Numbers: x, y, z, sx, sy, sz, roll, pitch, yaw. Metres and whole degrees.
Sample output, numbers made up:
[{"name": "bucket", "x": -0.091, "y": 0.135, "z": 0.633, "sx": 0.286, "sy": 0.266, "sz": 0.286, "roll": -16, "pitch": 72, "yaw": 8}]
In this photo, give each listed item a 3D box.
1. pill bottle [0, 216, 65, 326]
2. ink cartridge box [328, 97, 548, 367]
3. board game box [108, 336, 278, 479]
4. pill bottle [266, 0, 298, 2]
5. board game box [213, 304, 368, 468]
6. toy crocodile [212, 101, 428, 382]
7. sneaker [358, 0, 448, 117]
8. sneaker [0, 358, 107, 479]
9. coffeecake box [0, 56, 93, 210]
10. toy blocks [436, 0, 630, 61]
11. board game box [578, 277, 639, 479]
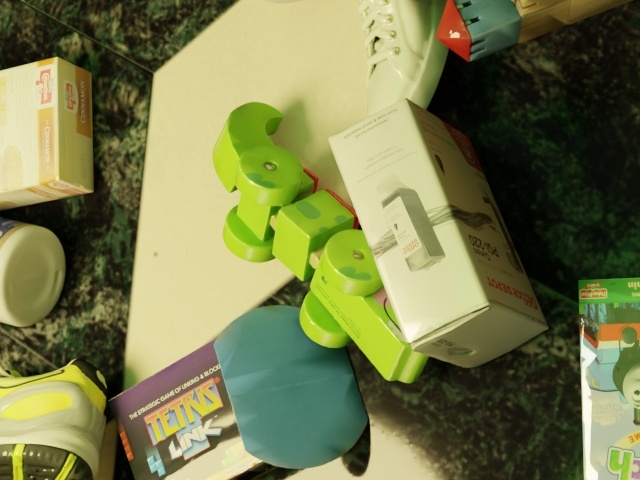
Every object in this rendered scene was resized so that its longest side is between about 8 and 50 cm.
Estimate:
[{"name": "pill bottle", "x": -0.384, "y": 0.024, "z": 1.813, "sx": 0.187, "sy": 0.112, "sz": 0.112, "roll": 11, "pitch": 85, "yaw": 30}, {"name": "ink cartridge box", "x": 0.110, "y": -0.004, "z": 1.522, "sx": 0.092, "sy": 0.158, "sz": 0.217, "roll": -27, "pitch": 68, "yaw": 21}, {"name": "board game box", "x": -0.118, "y": 0.189, "z": 1.669, "sx": 0.170, "sy": 0.048, "sz": 0.141, "roll": -31, "pitch": 68, "yaw": 19}, {"name": "pill bottle", "x": -0.055, "y": -0.388, "z": 1.697, "sx": 0.152, "sy": 0.152, "sz": 0.272, "roll": -27, "pitch": 69, "yaw": 21}, {"name": "board game box", "x": -0.032, "y": 0.146, "z": 1.612, "sx": 0.033, "sy": 0.133, "sz": 0.168, "roll": -52, "pitch": 51, "yaw": 58}, {"name": "toy crocodile", "x": 0.000, "y": 0.000, "z": 1.620, "sx": 0.340, "sy": 0.105, "sz": 0.115, "roll": 47, "pitch": 144, "yaw": 27}, {"name": "sneaker", "x": 0.061, "y": -0.242, "z": 1.607, "sx": 0.106, "sy": 0.123, "sz": 0.290, "roll": -17, "pitch": 60, "yaw": 61}, {"name": "sneaker", "x": -0.377, "y": 0.217, "z": 1.777, "sx": 0.385, "sy": 0.145, "sz": 0.147, "roll": -6, "pitch": 45, "yaw": 30}, {"name": "coffeecake box", "x": -0.348, "y": -0.113, "z": 1.846, "sx": 0.186, "sy": 0.068, "sz": 0.142, "roll": -10, "pitch": 75, "yaw": 27}, {"name": "toy blocks", "x": 0.136, "y": -0.321, "z": 1.500, "sx": 0.261, "sy": 0.190, "sz": 0.381, "roll": -22, "pitch": 69, "yaw": -5}, {"name": "board game box", "x": 0.309, "y": 0.137, "z": 1.441, "sx": 0.160, "sy": 0.039, "sz": 0.211, "roll": -4, "pitch": 86, "yaw": 28}]
